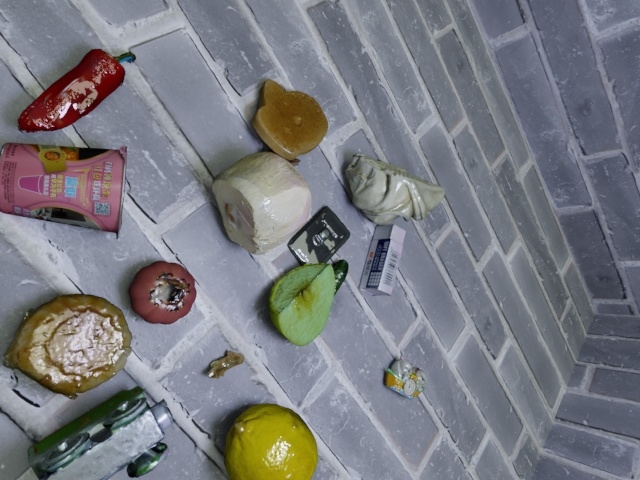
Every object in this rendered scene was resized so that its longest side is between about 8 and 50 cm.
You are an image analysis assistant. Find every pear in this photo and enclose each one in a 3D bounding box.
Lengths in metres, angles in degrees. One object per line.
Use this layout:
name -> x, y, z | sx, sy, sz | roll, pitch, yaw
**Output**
pear -> -0.065, 0.234, 1.394 | 0.288, 0.139, 0.239 | -43, 126, -36

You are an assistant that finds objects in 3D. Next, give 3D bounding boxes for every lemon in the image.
lemon -> -0.151, 0.633, 1.209 | 0.268, 0.268, 0.321 | -41, 109, -32

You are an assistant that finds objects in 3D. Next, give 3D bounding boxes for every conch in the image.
conch -> -0.160, -0.281, 1.400 | 0.080, 0.086, 0.233 | 50, 49, 7

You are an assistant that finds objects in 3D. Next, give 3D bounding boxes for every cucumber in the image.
cucumber -> 0.043, 0.169, 1.517 | 0.069, 0.069, 0.227 | 43, 64, -25

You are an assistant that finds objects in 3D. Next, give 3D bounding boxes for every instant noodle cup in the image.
instant noodle cup -> -0.615, -0.131, 0.971 | 0.255, 0.244, 0.243 | 6, 82, -29

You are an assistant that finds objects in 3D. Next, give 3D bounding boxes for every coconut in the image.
coconut -> -0.170, -0.128, 1.245 | 0.255, 0.297, 0.297 | -32, 105, -36

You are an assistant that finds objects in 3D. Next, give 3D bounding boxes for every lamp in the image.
lamp -> -0.434, 0.145, 1.116 | 0.182, 0.140, 0.181 | 8, 76, -35

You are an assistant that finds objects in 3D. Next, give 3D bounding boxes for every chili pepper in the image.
chili pepper -> -0.622, -0.401, 1.048 | 0.110, 0.110, 0.387 | 45, 61, -25

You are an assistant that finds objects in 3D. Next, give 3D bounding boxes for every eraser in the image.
eraser -> 0.258, 0.080, 1.648 | 0.086, 0.130, 0.287 | 27, 71, -28

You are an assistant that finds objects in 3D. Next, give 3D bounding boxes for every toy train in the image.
toy train -> -0.514, 0.492, 0.951 | 0.307, 0.249, 0.173 | -29, 100, -36

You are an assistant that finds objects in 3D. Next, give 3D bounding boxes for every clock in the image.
clock -> 0.364, 0.583, 1.692 | 0.231, 0.103, 0.144 | 37, 73, -27

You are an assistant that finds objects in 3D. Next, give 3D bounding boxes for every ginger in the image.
ginger -> -0.299, 0.388, 1.255 | 0.137, 0.044, 0.057 | -22, 69, -42

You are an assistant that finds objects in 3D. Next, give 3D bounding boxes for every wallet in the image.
wallet -> 0.000, 0.000, 1.514 | 0.245, 0.052, 0.168 | -46, 108, -28

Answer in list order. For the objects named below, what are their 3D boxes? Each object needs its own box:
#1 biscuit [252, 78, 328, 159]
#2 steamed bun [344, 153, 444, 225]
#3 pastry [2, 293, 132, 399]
biscuit -> -0.118, -0.439, 1.432 | 0.287, 0.057, 0.343 | 49, 46, -9
steamed bun -> 0.270, -0.176, 1.604 | 0.346, 0.394, 0.237 | -46, 158, -71
pastry -> -0.607, 0.251, 0.991 | 0.257, 0.121, 0.235 | 45, 58, -22
